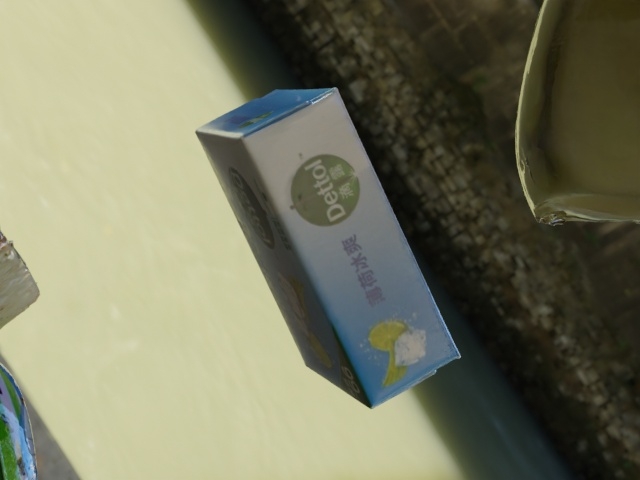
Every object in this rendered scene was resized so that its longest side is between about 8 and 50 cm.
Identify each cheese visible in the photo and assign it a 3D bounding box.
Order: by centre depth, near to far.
[{"bbox_3d":[0.280,-0.159,0.914,0.128,0.260,0.315,23,76,-67],"label":"cheese"},{"bbox_3d":[-0.301,0.126,1.010,0.083,0.204,0.320,-11,59,-29],"label":"cheese"}]

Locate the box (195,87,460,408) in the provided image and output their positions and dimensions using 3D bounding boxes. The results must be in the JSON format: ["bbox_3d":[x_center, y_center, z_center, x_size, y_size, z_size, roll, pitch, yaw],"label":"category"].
[{"bbox_3d":[0.001,0.000,0.822,0.194,0.073,0.139,65,-13,-13],"label":"box"}]

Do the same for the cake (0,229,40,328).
[{"bbox_3d":[-0.283,0.071,0.770,0.158,0.160,0.262,83,20,-71],"label":"cake"}]
